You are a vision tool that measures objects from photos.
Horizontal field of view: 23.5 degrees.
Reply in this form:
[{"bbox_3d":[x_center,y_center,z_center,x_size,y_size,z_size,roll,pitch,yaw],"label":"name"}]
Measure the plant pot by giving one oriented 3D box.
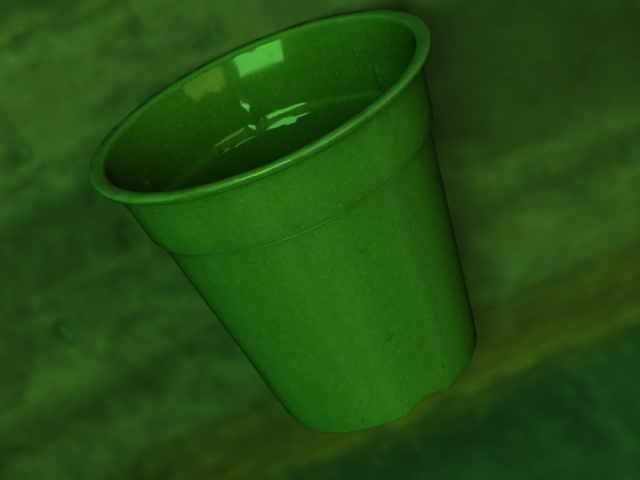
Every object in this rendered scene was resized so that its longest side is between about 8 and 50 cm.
[{"bbox_3d":[0.000,0.000,0.363,0.083,0.083,0.079,-18,116,12],"label":"plant pot"}]
